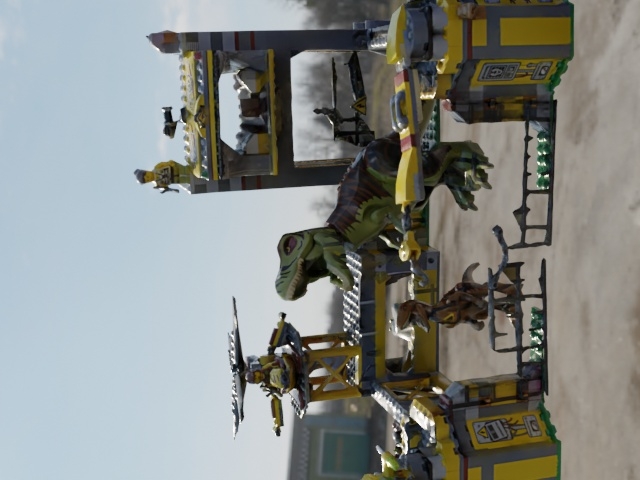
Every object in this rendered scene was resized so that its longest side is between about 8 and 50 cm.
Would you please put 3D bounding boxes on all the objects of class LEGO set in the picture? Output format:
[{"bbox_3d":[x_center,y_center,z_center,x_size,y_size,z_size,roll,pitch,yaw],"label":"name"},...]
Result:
[{"bbox_3d":[0.000,0.000,0.513,0.255,0.192,0.331,-133,41,-65],"label":"LEGO set"}]
